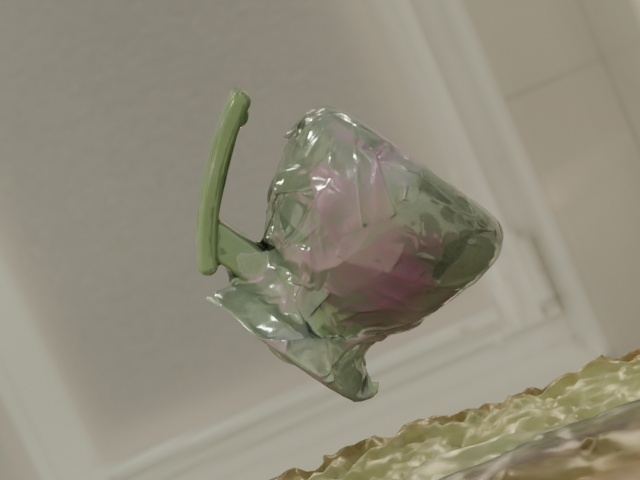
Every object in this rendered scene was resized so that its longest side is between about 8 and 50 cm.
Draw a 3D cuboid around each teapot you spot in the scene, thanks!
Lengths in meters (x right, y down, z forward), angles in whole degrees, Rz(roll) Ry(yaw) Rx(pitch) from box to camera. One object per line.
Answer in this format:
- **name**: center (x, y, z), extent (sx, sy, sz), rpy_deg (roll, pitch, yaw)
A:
- **teapot**: center (0.000, 0.000, 0.519), extent (0.064, 0.083, 0.064), rpy_deg (-55, 14, 2)

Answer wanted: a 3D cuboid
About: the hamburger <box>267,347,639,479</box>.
- **hamburger**: center (0.067, 0.159, 0.529), extent (0.330, 0.209, 0.162), rpy_deg (-15, 13, -9)
